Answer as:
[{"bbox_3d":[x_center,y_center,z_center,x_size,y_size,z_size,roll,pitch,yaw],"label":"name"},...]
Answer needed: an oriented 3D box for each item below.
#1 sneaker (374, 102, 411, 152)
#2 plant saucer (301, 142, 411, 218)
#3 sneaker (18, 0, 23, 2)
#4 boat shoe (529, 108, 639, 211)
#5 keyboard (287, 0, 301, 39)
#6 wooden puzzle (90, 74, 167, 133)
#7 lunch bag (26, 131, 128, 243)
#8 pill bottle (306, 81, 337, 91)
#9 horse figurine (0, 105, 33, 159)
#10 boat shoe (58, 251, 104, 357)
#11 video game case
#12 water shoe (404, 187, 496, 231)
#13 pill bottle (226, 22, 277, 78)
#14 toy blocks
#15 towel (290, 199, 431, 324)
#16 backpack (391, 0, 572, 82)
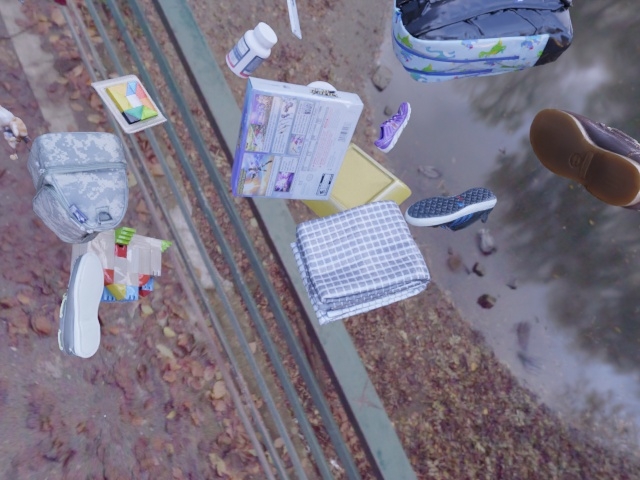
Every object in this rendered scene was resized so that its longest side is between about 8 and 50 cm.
[{"bbox_3d":[0.227,-0.363,1.356,0.071,0.068,0.170,29,90,-10],"label":"sneaker"},{"bbox_3d":[0.115,-0.202,1.570,0.332,0.081,0.332,-40,70,-20],"label":"plant saucer"},{"bbox_3d":[-0.931,-0.799,1.325,0.105,0.116,0.281,17,39,27],"label":"sneaker"},{"bbox_3d":[0.341,-0.102,0.530,0.072,0.073,0.207,-1,40,-12],"label":"boat shoe"},{"bbox_3d":[-0.106,-0.868,1.563,0.072,0.014,0.256,-7,87,-73],"label":"keyboard"},{"bbox_3d":[-0.768,-0.563,1.752,0.239,0.044,0.221,54,37,-10],"label":"wooden puzzle"},{"bbox_3d":[-0.645,-0.129,1.164,0.212,0.305,0.256,-16,92,-40],"label":"lunch bag"},{"bbox_3d":[-0.021,-0.403,1.398,0.121,0.216,0.121,4,73,-14],"label":"pill bottle"},{"bbox_3d":[-0.888,-0.332,1.198,0.066,0.263,0.174,-32,41,0],"label":"horse figurine"},{"bbox_3d":[-0.711,0.187,1.267,0.091,0.109,0.306,-1,85,15],"label":"boat shoe"},{"bbox_3d":[-0.063,-0.214,0.972,0.244,0.270,0.061,0,45,-23],"label":"video game case"},{"bbox_3d":[0.267,-0.046,0.879,0.202,0.080,0.073,-13,41,-13],"label":"water shoe"},{"bbox_3d":[-0.240,-0.670,1.516,0.107,0.180,0.108,29,46,-36],"label":"pill bottle"},{"bbox_3d":[-0.718,0.106,1.531,0.381,0.190,0.261,18,62,-55],"label":"toy blocks"},{"bbox_3d":[0.089,0.041,1.018,0.283,0.121,0.235,-15,63,-9],"label":"towel"},{"bbox_3d":[0.343,-0.516,1.008,0.354,0.273,0.291,-6,79,-6],"label":"backpack"}]
